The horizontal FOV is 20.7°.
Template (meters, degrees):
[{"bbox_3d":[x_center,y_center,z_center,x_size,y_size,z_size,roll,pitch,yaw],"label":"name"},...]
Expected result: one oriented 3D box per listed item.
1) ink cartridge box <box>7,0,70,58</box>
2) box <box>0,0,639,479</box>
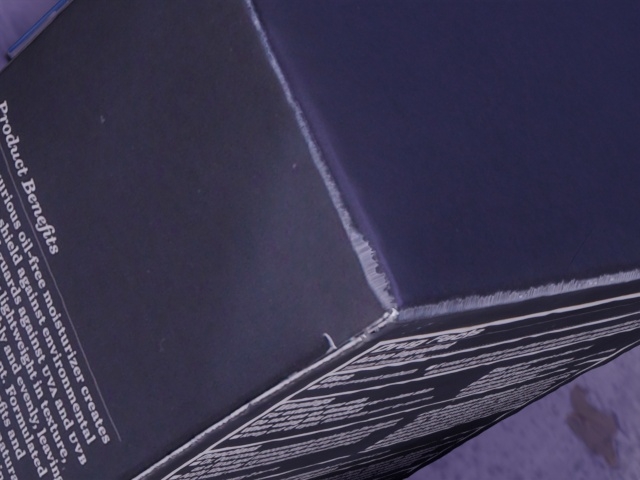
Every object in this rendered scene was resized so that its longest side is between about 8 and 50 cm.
[{"bbox_3d":[-0.071,-0.118,0.944,0.104,0.061,0.181,47,40,-9],"label":"ink cartridge box"},{"bbox_3d":[0.000,0.000,0.754,0.296,0.294,0.182,-7,69,-47],"label":"box"}]
